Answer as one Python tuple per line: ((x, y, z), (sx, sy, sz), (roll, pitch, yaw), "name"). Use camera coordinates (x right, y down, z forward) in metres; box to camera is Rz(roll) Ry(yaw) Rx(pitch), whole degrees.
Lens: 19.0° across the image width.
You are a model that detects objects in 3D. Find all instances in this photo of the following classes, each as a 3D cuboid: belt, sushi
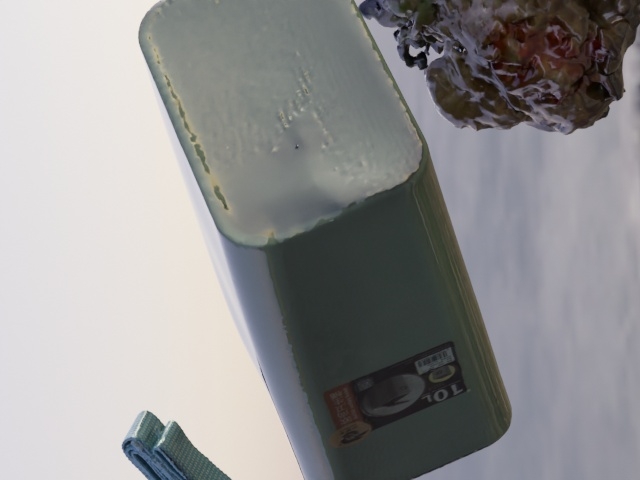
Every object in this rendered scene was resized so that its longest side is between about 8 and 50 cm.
((-0.146, 0.250, 1.974), (0.179, 0.100, 0.065), (52, -138, -23), "belt")
((0.137, -0.196, 1.423), (0.238, 0.225, 0.219), (60, -161, -50), "sushi")

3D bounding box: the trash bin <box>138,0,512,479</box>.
((0.000, 0.000, 1.269), (0.343, 0.158, 0.223), (68, 178, -58), "trash bin")
